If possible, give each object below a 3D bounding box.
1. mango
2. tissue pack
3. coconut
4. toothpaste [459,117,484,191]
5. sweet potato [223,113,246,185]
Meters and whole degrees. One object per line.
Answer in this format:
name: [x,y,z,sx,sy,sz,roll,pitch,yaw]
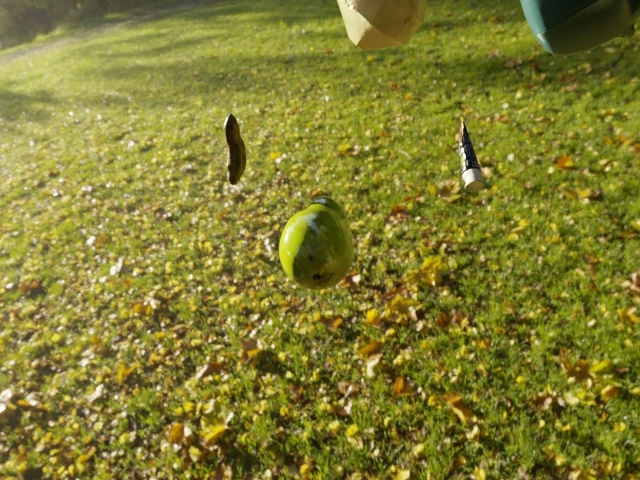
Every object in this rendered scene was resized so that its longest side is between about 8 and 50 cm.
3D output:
mango: [0.000,0.000,1.030,0.143,0.175,0.293,-26,21,22]
tissue pack: [0.526,-0.493,0.925,0.198,0.206,0.287,-22,20,42]
coconut: [0.157,-0.619,1.199,0.260,0.259,0.259,-9,37,7]
toothpaste: [0.363,-0.210,1.145,0.045,0.071,0.193,-6,61,7]
sweet potato: [-0.218,-0.234,1.182,0.054,0.181,0.053,-5,26,-11]
